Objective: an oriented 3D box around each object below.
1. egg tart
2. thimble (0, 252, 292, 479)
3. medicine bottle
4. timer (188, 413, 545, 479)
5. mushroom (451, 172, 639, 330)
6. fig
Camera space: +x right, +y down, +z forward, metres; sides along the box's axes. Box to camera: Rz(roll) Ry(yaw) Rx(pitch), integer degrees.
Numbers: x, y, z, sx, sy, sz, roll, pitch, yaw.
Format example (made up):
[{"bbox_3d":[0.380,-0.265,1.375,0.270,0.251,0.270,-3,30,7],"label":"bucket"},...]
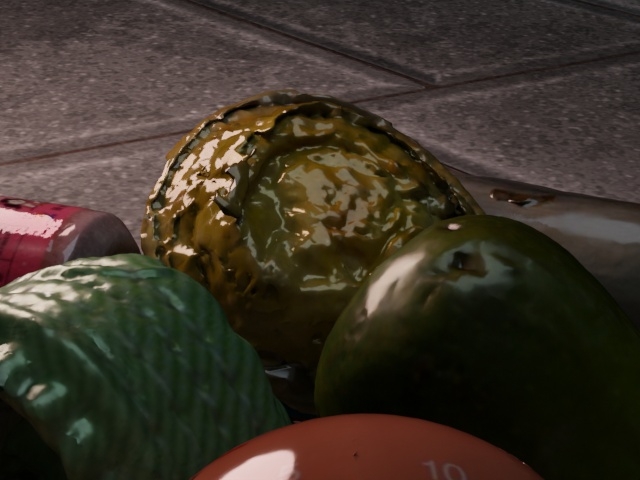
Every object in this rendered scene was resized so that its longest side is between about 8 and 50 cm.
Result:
[{"bbox_3d":[0.000,0.000,1.128,0.290,0.107,0.291,6,58,-9],"label":"egg tart"},{"bbox_3d":[-0.125,0.124,0.829,0.219,0.219,0.150,15,26,31],"label":"thimble"},{"bbox_3d":[-0.259,0.034,1.135,0.247,0.147,0.147,9,22,15],"label":"medicine bottle"},{"bbox_3d":[0.018,0.188,0.636,0.229,0.230,0.215,2,24,-1],"label":"timer"},{"bbox_3d":[0.195,0.015,1.263,0.397,0.126,0.177,7,13,22],"label":"mushroom"},{"bbox_3d":[0.141,0.109,0.971,0.275,0.206,0.206,37,32,17],"label":"fig"}]
